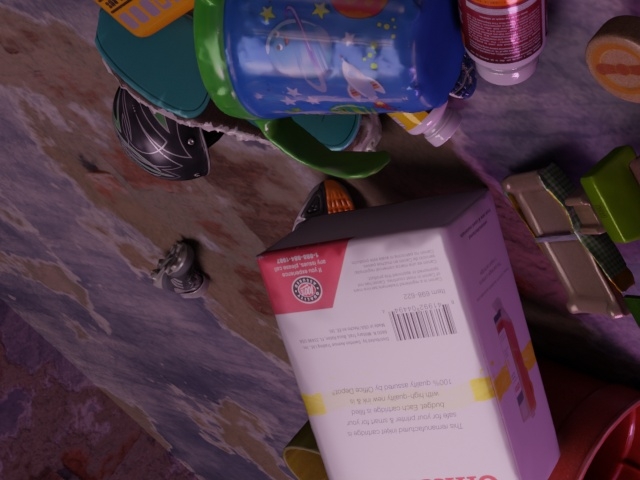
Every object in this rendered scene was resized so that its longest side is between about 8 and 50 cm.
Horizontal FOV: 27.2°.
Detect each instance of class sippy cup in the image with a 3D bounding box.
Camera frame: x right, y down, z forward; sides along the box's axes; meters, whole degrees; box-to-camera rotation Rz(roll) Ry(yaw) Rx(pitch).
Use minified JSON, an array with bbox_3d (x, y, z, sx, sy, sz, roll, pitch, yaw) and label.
[{"bbox_3d":[0.025,-0.223,1.330,0.224,0.240,0.305,11,159,23],"label":"sippy cup"}]

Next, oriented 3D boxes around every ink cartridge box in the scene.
[{"bbox_3d":[0.119,0.153,1.708,0.279,0.160,0.385,-9,105,31],"label":"ink cartridge box"}]

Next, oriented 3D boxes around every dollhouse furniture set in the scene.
[{"bbox_3d":[0.347,-0.024,1.465,0.198,0.151,0.301,61,172,-4],"label":"dollhouse furniture set"}]

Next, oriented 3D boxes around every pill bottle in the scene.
[{"bbox_3d":[0.176,-0.221,1.278,0.086,0.086,0.152,24,155,24],"label":"pill bottle"},{"bbox_3d":[0.106,-0.163,1.521,0.116,0.065,0.065,40,157,-15],"label":"pill bottle"}]

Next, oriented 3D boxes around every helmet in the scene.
[{"bbox_3d":[-0.202,-0.166,1.807,0.169,0.161,0.169,29,157,13],"label":"helmet"}]

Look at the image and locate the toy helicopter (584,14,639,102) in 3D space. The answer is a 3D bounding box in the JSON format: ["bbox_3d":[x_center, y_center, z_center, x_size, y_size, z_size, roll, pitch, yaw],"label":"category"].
[{"bbox_3d":[0.395,-0.107,1.151,0.355,0.140,0.235,30,155,17],"label":"toy helicopter"}]

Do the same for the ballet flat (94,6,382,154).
[{"bbox_3d":[-0.101,-0.190,1.681,0.409,0.147,0.147,27,157,18],"label":"ballet flat"}]

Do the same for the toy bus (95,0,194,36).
[{"bbox_3d":[-0.159,-0.335,1.478,0.130,0.108,0.332,42,156,-19],"label":"toy bus"}]

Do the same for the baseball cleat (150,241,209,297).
[{"bbox_3d":[-0.248,0.056,2.467,0.109,0.072,0.206,23,163,-16],"label":"baseball cleat"}]

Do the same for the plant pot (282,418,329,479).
[{"bbox_3d":[0.131,0.288,2.092,0.274,0.293,0.275,28,156,14],"label":"plant pot"}]

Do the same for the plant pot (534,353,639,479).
[{"bbox_3d":[0.327,0.287,1.903,0.265,0.272,0.272,27,158,38],"label":"plant pot"}]

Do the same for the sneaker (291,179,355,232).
[{"bbox_3d":[0.000,0.000,1.960,0.099,0.121,0.262,0,133,-6],"label":"sneaker"}]

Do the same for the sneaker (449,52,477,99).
[{"bbox_3d":[0.116,-0.204,1.459,0.135,0.052,0.058,42,168,1],"label":"sneaker"}]
